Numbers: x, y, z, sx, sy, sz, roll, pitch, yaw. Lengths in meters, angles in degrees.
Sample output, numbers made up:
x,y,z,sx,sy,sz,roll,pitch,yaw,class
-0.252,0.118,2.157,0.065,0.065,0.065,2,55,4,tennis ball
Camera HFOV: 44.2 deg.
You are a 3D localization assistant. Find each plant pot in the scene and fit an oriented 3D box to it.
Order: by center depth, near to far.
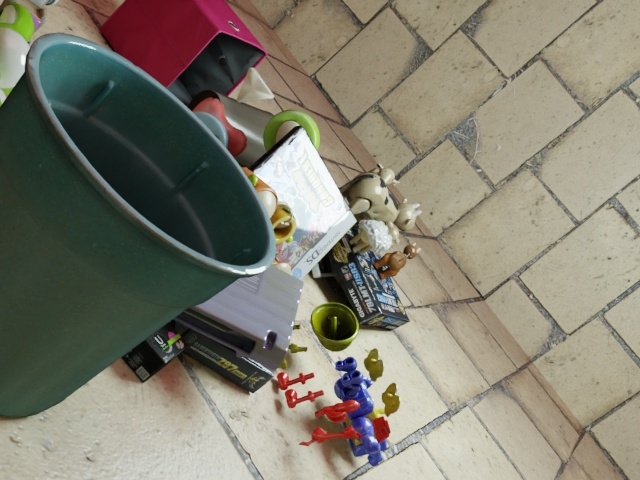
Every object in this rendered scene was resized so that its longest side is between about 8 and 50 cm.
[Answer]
x,y,z,sx,sy,sz,roll,pitch,yaw,class
-0.287,0.006,0.901,0.341,0.334,0.341,44,17,-17,plant pot

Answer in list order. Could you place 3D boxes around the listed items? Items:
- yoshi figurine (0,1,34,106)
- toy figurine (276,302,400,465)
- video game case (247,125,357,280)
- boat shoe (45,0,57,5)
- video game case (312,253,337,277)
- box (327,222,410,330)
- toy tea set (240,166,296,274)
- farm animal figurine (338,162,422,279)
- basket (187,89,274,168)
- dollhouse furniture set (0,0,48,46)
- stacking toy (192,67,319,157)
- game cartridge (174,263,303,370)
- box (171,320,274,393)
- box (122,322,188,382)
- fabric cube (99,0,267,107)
x,y,z,sx,sy,sz,roll,pitch,yaw,class
-0.493,-0.225,1.036,0.203,0.203,0.362,5,48,-4,yoshi figurine
0.037,0.309,1.482,0.362,0.191,0.217,-118,-170,-56,toy figurine
-0.060,-0.071,1.742,0.035,0.248,0.275,6,-46,50,video game case
-0.667,-0.587,1.656,0.254,0.095,0.079,43,16,-15,boat shoe
0.000,0.000,2.024,0.173,0.022,0.190,3,75,-70,video game case
0.112,0.083,2.040,0.293,0.073,0.295,67,16,16,box
-0.127,0.000,1.528,0.124,0.200,0.336,49,5,35,toy tea set
0.156,-0.087,2.021,0.327,0.172,0.330,36,28,-58,farm animal figurine
-0.225,-0.289,2.024,0.227,0.154,0.204,21,31,-51,basket
-0.583,-0.453,1.399,0.286,0.198,0.303,34,23,-40,dollhouse furniture set
-0.170,-0.216,1.783,0.309,0.279,0.130,44,15,0,stacking toy
-0.204,0.059,1.288,0.355,0.068,0.230,28,22,-7,game cartridge
-0.175,0.133,1.375,0.183,0.059,0.232,39,20,-31,box
-0.245,0.159,1.158,0.062,0.052,0.083,49,18,0,box
-0.342,-0.503,2.000,0.258,0.259,0.254,53,18,16,fabric cube
